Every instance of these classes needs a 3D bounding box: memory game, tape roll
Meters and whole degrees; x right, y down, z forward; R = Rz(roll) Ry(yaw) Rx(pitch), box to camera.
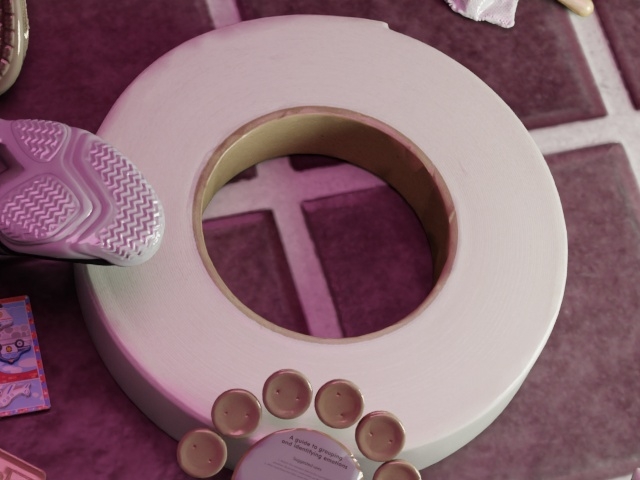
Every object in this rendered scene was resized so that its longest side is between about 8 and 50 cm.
[{"bbox_3d":[-0.018,0.183,1.442,0.186,0.012,0.186,0,99,-3],"label":"memory game"},{"bbox_3d":[0.000,0.000,1.562,0.392,0.072,0.392,4,63,-7],"label":"tape roll"}]

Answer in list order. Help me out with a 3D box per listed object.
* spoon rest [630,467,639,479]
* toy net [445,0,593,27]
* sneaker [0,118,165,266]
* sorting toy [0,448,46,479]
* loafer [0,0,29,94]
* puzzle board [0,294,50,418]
[{"bbox_3d":[0.169,0.294,1.446,0.137,0.084,0.276,38,77,12],"label":"spoon rest"},{"bbox_3d":[0.215,-0.252,1.740,0.232,0.045,0.122,-10,65,-14],"label":"toy net"},{"bbox_3d":[-0.234,-0.018,1.480,0.269,0.153,0.101,16,61,13],"label":"sneaker"},{"bbox_3d":[-0.251,0.179,1.461,0.083,0.012,0.062,27,67,1],"label":"sorting toy"},{"bbox_3d":[-0.293,-0.239,1.624,0.102,0.092,0.268,-18,81,12],"label":"loafer"},{"bbox_3d":[-0.275,0.093,1.502,0.128,0.011,0.096,-9,65,-14],"label":"puzzle board"}]
